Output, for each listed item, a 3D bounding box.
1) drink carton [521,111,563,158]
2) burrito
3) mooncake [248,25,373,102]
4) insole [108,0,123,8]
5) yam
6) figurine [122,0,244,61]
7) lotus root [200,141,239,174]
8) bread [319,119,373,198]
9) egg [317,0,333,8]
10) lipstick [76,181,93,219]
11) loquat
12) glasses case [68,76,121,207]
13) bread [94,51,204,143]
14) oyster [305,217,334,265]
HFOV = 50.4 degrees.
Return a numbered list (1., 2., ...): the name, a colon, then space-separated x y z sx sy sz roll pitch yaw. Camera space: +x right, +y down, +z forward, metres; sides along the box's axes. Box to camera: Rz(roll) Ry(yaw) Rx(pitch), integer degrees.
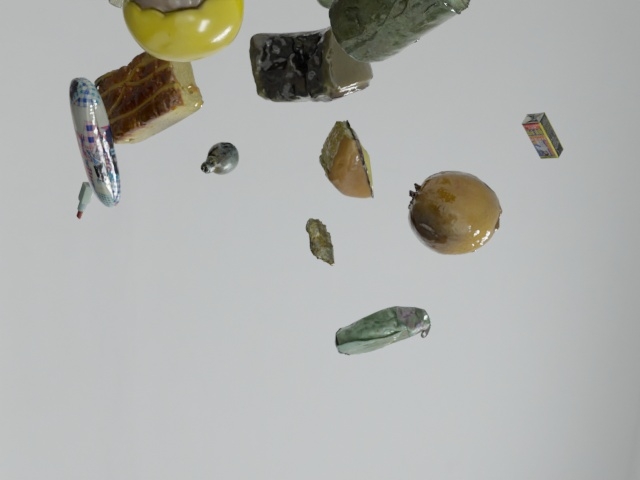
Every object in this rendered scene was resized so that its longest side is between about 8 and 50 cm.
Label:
1. drink carton: 0.732 -0.343 2.236 0.071 0.166 0.056 8 -123 50
2. burrito: 0.151 0.214 1.630 0.144 0.228 0.089 11 61 -60
3. mooncake: -0.029 -0.575 2.228 0.394 0.392 0.247 -112 -167 -73
4. insole: -0.521 -0.717 2.019 0.086 0.253 0.005 -45 -104 35
5. yam: 0.169 -0.525 1.499 0.300 0.195 0.195 -18 -111 49
6. figurine: -0.265 -0.484 1.180 0.187 0.214 0.344 -90 164 -68
7. lotus root: -0.267 -0.219 1.824 0.165 0.088 0.088 -50 145 -67
8. bread: 0.089 -0.246 2.245 0.204 0.162 0.262 -116 -179 -56
9. egg: 0.055 -0.817 2.217 0.114 0.152 0.114 -23 90 -83
10. lipstick: -0.718 -0.116 2.060 0.030 0.030 0.129 44 -59 33
11. loquat: 0.335 -0.066 1.712 0.193 0.238 0.239 80 4 -60
12. glasses case: -0.554 -0.238 1.676 0.125 0.076 0.328 34 -44 50
13. bread: -0.440 -0.372 1.728 0.114 0.274 0.185 -15 88 -57
14. oyster: 0.000 0.000 1.834 0.045 0.121 0.146 -46 -170 39
